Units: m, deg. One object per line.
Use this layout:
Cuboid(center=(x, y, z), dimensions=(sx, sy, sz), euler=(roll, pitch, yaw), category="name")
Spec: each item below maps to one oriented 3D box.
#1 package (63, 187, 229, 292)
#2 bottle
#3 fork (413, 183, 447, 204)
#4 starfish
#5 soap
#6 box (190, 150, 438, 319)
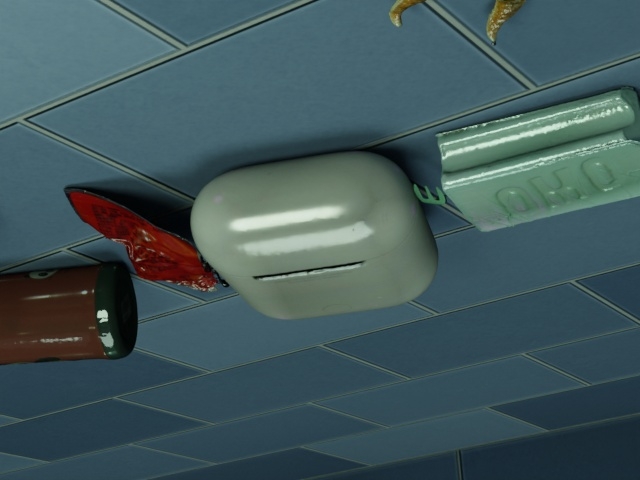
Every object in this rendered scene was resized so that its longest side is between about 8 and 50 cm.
Cuboid(center=(-0.228, 0.012, 1.833), dimensions=(0.194, 0.071, 0.269), euler=(13, 169, 14), category="package")
Cuboid(center=(-0.450, 0.114, 2.012), dimensions=(0.336, 0.144, 0.144), euler=(-4, 159, 8), category="bottle")
Cuboid(center=(0.163, -0.053, 1.743), dimensions=(0.039, 0.021, 0.235), euler=(12, -179, 18), category="fork")
Cuboid(center=(0.188, -0.253, 1.304), dimensions=(0.138, 0.050, 0.247), euler=(15, 159, -42), category="starfish")
Cuboid(center=(0.288, -0.095, 1.654), dimensions=(0.261, 0.094, 0.150), euler=(-13, 156, 24), category="soap")
Cuboid(center=(0.000, 0.001, 1.786), dimensions=(0.288, 0.141, 0.349), euler=(-7, 159, 11), category="box")
